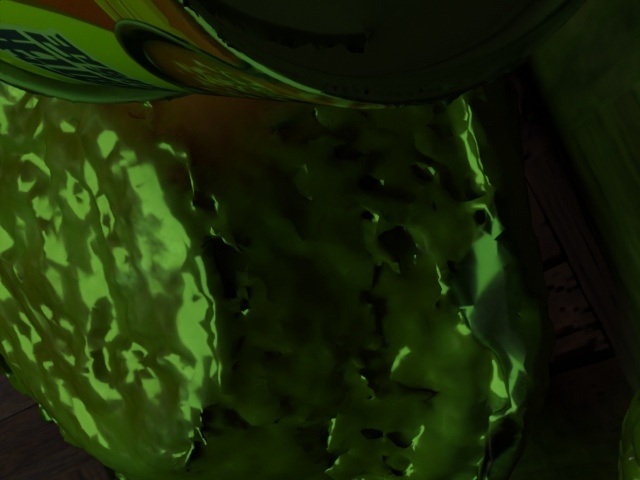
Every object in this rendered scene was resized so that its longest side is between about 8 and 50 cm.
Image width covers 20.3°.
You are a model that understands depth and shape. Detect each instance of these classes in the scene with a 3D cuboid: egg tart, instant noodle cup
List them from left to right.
[{"bbox_3d":[-0.056,-0.008,0.728,0.341,0.132,0.341,21,121,40],"label":"egg tart"},{"bbox_3d":[-0.019,-0.127,0.492,0.174,0.213,0.213,25,138,57],"label":"instant noodle cup"}]

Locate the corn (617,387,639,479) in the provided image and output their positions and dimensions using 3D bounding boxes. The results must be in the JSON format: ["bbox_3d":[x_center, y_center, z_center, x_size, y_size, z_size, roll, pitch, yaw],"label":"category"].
[{"bbox_3d":[0.140,0.124,0.532,0.101,0.101,0.310,52,165,40],"label":"corn"}]
